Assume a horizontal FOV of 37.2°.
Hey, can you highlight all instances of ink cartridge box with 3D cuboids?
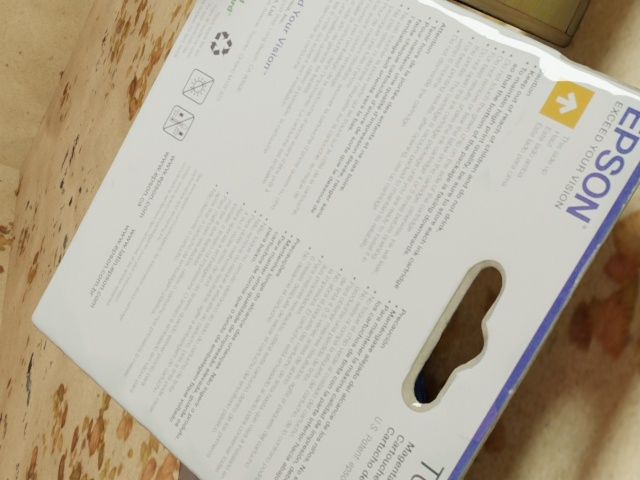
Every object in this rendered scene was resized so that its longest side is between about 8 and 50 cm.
[{"bbox_3d":[0.000,0.000,0.596,0.330,0.071,0.324,34,98,29],"label":"ink cartridge box"}]

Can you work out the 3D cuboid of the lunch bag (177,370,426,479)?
[{"bbox_3d":[-0.010,0.186,0.697,0.243,0.115,0.303,-43,39,37],"label":"lunch bag"}]

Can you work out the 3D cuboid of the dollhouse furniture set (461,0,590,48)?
[{"bbox_3d":[0.039,-0.340,0.677,0.394,0.362,0.256,35,109,34],"label":"dollhouse furniture set"}]
